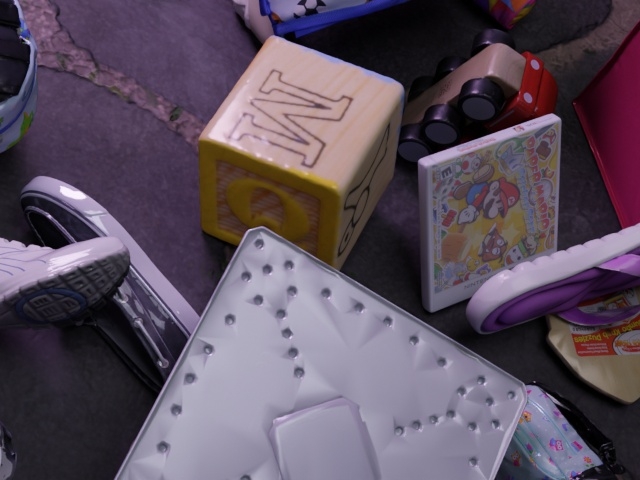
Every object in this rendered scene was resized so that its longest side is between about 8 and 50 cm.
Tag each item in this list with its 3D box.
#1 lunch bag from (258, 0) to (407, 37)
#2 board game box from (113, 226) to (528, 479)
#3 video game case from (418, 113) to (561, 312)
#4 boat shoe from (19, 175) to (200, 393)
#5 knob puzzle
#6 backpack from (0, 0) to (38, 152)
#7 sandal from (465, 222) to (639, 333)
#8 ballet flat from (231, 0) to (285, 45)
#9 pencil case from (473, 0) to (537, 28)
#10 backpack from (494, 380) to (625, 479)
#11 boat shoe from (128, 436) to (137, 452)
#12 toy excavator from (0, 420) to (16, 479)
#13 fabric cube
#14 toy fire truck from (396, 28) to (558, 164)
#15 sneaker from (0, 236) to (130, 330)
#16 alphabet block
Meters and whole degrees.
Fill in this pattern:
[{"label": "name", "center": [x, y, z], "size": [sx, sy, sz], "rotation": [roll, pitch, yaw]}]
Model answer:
[{"label": "lunch bag", "center": [0.065, -0.473, 1.912], "size": [0.385, 0.239, 0.328], "rotation": [-20, 103, -18]}, {"label": "board game box", "center": [-0.003, 0.243, 1.614], "size": [0.390, 0.050, 0.390], "rotation": [31, 69, -11]}, {"label": "video game case", "center": [0.220, -0.034, 1.858], "size": [0.206, 0.227, 0.026], "rotation": [-20, 36, -22]}, {"label": "boat shoe", "center": [-0.260, 0.056, 1.694], "size": [0.301, 0.108, 0.102], "rotation": [48, 55, -1]}, {"label": "knob puzzle", "center": [0.385, 0.133, 1.945], "size": [0.213, 0.030, 0.213], "rotation": [10, 59, -17]}, {"label": "backpack", "center": [-0.505, -0.197, 1.664], "size": [0.355, 0.273, 0.290], "rotation": [-13, 64, -3]}, {"label": "sandal", "center": [0.384, 0.061, 1.874], "size": [0.416, 0.169, 0.102], "rotation": [-18, 67, -16]}, {"label": "ballet flat", "center": [-0.089, -0.359, 2.010], "size": [0.086, 0.086, 0.248], "rotation": [9, 58, -17]}, {"label": "pencil case", "center": [0.229, -0.425, 2.153], "size": [0.236, 0.104, 0.104], "rotation": [45, 56, 5]}, {"label": "backpack", "center": [0.264, 0.262, 1.761], "size": [0.115, 0.152, 0.182], "rotation": [-13, 56, -37]}, {"label": "boat shoe", "center": [-0.078, 0.241, 1.665], "size": [0.285, 0.089, 0.105], "rotation": [0, 63, -21]}, {"label": "toy excavator", "center": [-0.323, 0.389, 1.446], "size": [0.433, 0.222, 0.445], "rotation": [-16, 83, -28]}, {"label": "fabric cube", "center": [0.558, -0.166, 2.044], "size": [0.258, 0.259, 0.254], "rotation": [-7, 66, -23]}, {"label": "toy fire truck", "center": [0.248, -0.127, 1.937], "size": [0.246, 0.217, 0.158], "rotation": [31, 54, -21]}, {"label": "sneaker", "center": [-0.361, 0.042, 1.611], "size": [0.297, 0.111, 0.129], "rotation": [-17, 59, -3]}, {"label": "alphabet block", "center": [-0.024, -0.101, 1.793], "size": [0.193, 0.192, 0.197], "rotation": [21, 53, 14]}]
